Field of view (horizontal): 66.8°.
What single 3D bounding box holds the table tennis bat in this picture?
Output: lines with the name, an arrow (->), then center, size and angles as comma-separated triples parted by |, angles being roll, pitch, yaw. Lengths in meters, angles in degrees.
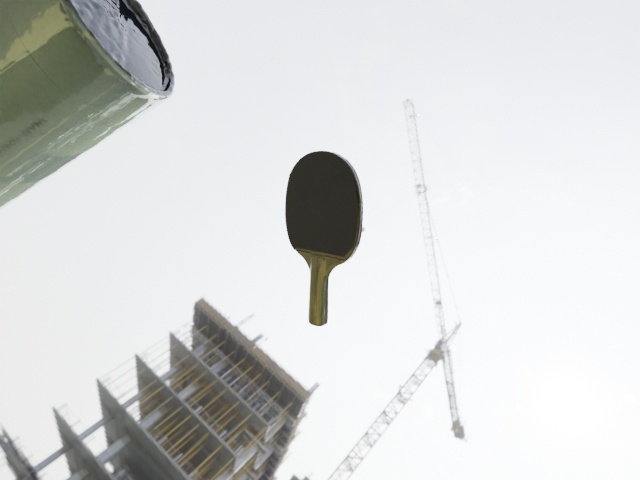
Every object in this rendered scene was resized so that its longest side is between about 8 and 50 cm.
table tennis bat -> 0.000, 0.000, 0.677 | 0.138, 0.022, 0.247 | 11, -75, 41

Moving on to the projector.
projector -> -0.268, -0.065, 0.350 | 0.337, 0.108, 0.108 | -28, -85, 14
